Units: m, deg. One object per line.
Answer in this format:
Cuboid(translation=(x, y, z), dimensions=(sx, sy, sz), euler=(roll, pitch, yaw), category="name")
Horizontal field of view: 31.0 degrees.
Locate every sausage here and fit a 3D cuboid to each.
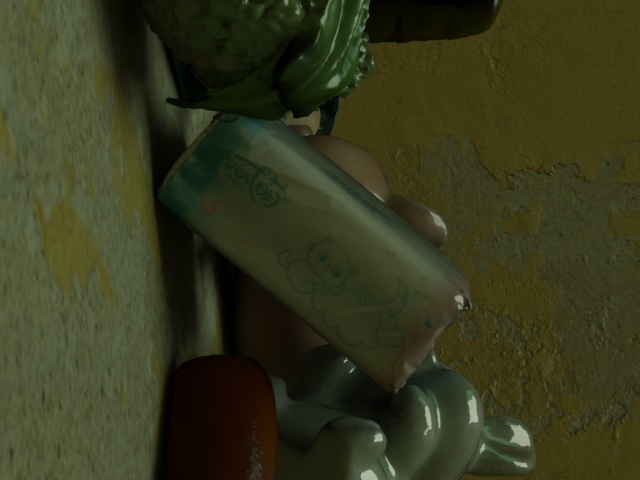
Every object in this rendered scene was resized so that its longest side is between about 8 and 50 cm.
Cuboid(translation=(-0.080, 0.205, 0.896), dimensions=(0.083, 0.089, 0.300), euler=(71, 13, -47), category="sausage")

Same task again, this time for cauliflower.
Cuboid(translation=(-0.021, -0.234, 0.916), dimensions=(0.256, 0.315, 0.239), euler=(50, -15, -29), category="cauliflower")

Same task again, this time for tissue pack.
Cuboid(translation=(0.000, 0.000, 1.042), dimensions=(0.124, 0.271, 0.201), euler=(-50, 179, 9), category="tissue pack")

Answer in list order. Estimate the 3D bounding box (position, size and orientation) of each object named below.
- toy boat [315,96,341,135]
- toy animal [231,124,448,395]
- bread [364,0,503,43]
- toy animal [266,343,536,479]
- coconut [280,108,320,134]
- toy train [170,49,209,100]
Cuboid(translation=(-0.046, -0.243, 1.631), dimensions=(0.332, 0.145, 0.133), euler=(78, 31, -48), category="toy boat")
Cuboid(translation=(-0.016, 0.033, 1.300), dimensions=(0.269, 0.237, 0.326), euler=(168, -85, -65), category="toy animal")
Cuboid(translation=(0.051, -0.346, 1.363), dimensions=(0.208, 0.377, 0.251), euler=(84, 5, -47), category="bread")
Cuboid(translation=(0.063, 0.221, 1.180), dimensions=(0.368, 0.196, 0.241), euler=(-19, 124, -45), category="toy animal")
Cuboid(translation=(-0.061, -0.157, 1.420), dimensions=(0.122, 0.116, 0.116), euler=(68, 17, -60), category="coconut")
Cuboid(translation=(-0.091, -0.224, 1.119), dimensions=(0.203, 0.112, 0.163), euler=(79, 14, -55), category="toy train")
